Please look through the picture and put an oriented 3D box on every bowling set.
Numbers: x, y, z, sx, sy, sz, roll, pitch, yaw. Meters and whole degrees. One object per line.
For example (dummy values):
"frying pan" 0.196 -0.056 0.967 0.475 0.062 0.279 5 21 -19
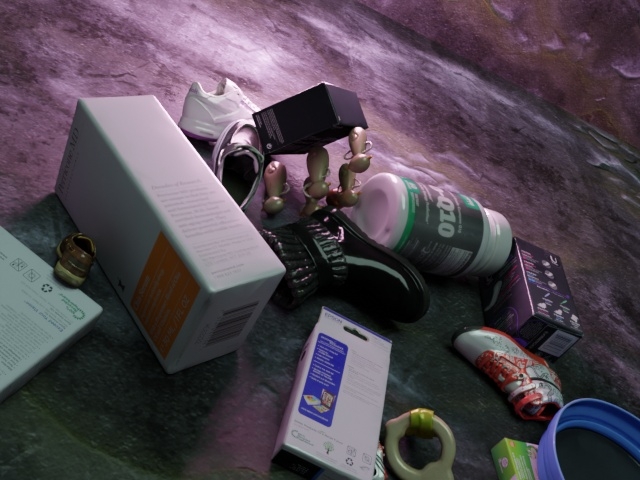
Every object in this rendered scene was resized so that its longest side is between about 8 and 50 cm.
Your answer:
"bowling set" 0.025 -0.114 1.567 0.200 0.286 0.154 48 29 -41

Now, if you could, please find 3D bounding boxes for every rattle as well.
"rattle" 0.188 0.407 1.208 0.130 0.143 0.200 -20 74 -12

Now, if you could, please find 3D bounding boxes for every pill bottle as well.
"pill bottle" 0.267 -0.024 1.603 0.360 0.204 0.204 12 41 -31

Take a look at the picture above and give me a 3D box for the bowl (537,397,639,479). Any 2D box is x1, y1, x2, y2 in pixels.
"bowl" 0.581 0.488 1.277 0.391 0.077 0.391 21 38 -17

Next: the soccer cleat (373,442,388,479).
"soccer cleat" 0.093 0.380 1.170 0.035 0.029 0.083 15 44 -29

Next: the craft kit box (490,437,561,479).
"craft kit box" 0.463 0.513 1.270 0.246 0.061 0.250 20 38 -22

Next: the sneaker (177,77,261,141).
"sneaker" -0.186 -0.304 1.630 0.305 0.152 0.114 4 14 -35

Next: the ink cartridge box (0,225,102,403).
"ink cartridge box" -0.551 0.100 0.978 0.324 0.071 0.330 38 38 4

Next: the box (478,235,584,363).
"box" 0.492 0.151 1.607 0.143 0.165 0.270 22 39 -14

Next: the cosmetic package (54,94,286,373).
"cosmetic package" -0.281 -0.025 1.187 0.161 0.230 0.453 -14 56 -44

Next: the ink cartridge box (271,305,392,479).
"ink cartridge box" 0.031 0.278 1.210 0.165 0.065 0.333 28 38 -7

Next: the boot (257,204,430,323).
"boot" 0.035 0.080 1.381 0.348 0.131 0.260 38 33 17

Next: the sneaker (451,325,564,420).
"sneaker" 0.408 0.290 1.451 0.270 0.090 0.145 27 34 -12

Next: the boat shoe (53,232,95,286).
"boat shoe" -0.404 0.020 1.137 0.064 0.060 0.178 37 3 -24

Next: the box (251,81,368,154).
"box" -0.016 -0.274 1.552 0.261 0.184 0.103 -22 94 -71

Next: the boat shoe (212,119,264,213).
"boat shoe" -0.169 -0.152 1.459 0.121 0.119 0.335 23 49 -22
